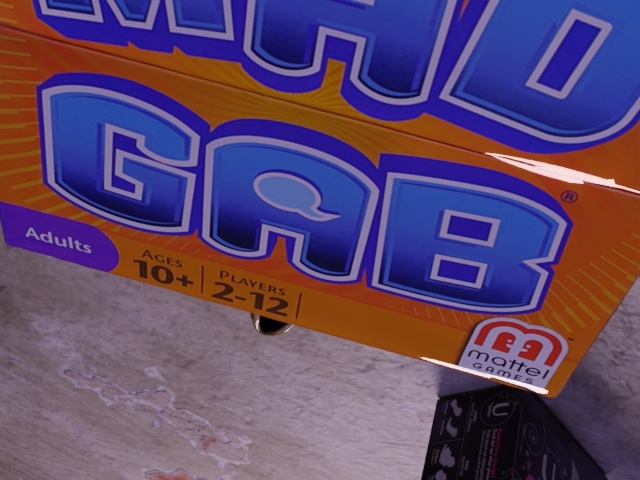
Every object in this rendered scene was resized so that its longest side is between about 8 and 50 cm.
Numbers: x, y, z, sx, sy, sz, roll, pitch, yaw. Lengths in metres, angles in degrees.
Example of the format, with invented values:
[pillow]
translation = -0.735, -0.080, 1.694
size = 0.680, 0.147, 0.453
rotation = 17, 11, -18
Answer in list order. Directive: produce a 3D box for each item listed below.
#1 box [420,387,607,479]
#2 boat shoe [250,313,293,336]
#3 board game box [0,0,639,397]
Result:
[box]
translation = 0.262, 0.331, 1.158
size = 0.142, 0.163, 0.247
rotation = -19, 127, 37
[boat shoe]
translation = 0.000, 0.000, 0.931
size = 0.111, 0.104, 0.307
rotation = 21, 139, -3
[board game box]
translation = 0.037, -0.188, 0.516
size = 0.356, 0.356, 0.356
rotation = 15, 139, 3
